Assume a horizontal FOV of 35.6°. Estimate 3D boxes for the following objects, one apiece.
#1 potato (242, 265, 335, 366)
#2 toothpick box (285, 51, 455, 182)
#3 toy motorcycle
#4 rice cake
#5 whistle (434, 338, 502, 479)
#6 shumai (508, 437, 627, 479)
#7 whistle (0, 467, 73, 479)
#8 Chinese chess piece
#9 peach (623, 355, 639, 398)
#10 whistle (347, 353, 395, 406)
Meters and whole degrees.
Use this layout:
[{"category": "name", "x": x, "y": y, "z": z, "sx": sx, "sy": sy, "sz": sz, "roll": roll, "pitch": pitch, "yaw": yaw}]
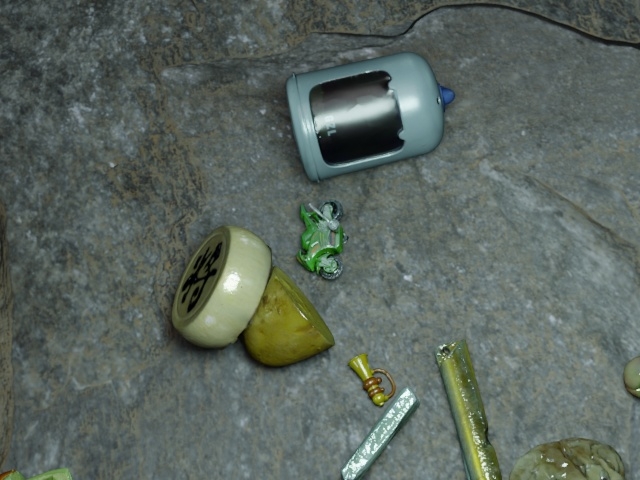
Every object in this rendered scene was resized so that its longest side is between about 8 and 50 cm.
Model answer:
[{"category": "potato", "x": -0.083, "y": 0.178, "z": 2.011, "sx": 0.158, "sy": 0.178, "sz": 0.203, "roll": -43, "pitch": 76, "yaw": 5}, {"category": "toothpick box", "x": 0.117, "y": -0.281, "z": 2.175, "sx": 0.354, "sy": 0.263, "sz": 0.263, "roll": -13, "pitch": 61, "yaw": 3}, {"category": "toy motorcycle", "x": 0.000, "y": 0.000, "z": 2.138, "sx": 0.106, "sy": 0.074, "sz": 0.190, "roll": -8, "pitch": 61, "yaw": 16}, {"category": "rice cake", "x": 0.114, "y": 0.375, "z": 1.910, "sx": 0.040, "sy": 0.085, "sz": 0.226, "roll": 36, "pitch": 74, "yaw": 17}, {"category": "whistle", "x": 0.285, "y": 0.342, "z": 1.909, "sx": 0.067, "sy": 0.057, "sz": 0.327, "roll": -13, "pitch": 61, "yaw": 2}, {"category": "shumai", "x": 0.447, "y": 0.431, "z": 1.745, "sx": 0.218, "sy": 0.185, "sz": 0.184, "roll": 4, "pitch": 71, "yaw": -2}, {"category": "whistle", "x": -0.624, "y": 0.520, "z": 1.957, "sx": 0.288, "sy": 0.106, "sz": 0.131, "roll": -23, "pitch": 68, "yaw": -1}, {"category": "Chinese chess piece", "x": -0.201, "y": 0.094, "z": 2.026, "sx": 0.104, "sy": 0.257, "sz": 0.257, "roll": 27, "pitch": 64, "yaw": -23}, {"category": "peach", "x": 0.612, "y": 0.258, "z": 1.883, "sx": 0.083, "sy": 0.083, "sz": 0.083, "roll": -4, "pitch": 62, "yaw": 8}, {"category": "whistle", "x": 0.105, "y": 0.279, "z": 1.994, "sx": 0.046, "sy": 0.057, "sz": 0.109, "roll": -48, "pitch": 66, "yaw": 35}]
